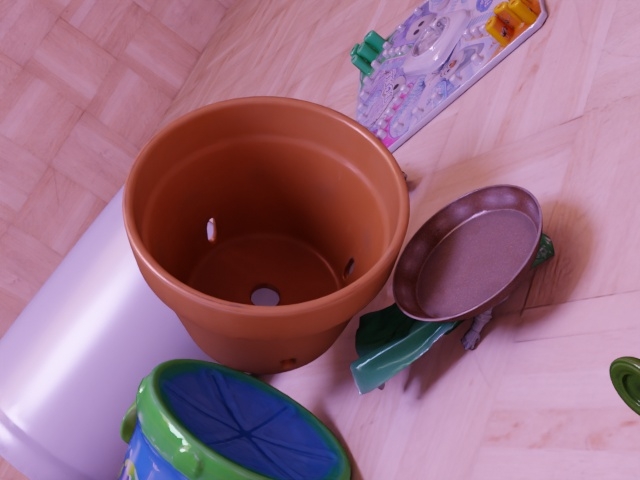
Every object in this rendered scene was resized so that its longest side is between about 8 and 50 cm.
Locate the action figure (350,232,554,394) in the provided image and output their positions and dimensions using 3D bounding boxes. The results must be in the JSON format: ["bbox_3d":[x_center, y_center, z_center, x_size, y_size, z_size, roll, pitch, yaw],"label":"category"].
[{"bbox_3d":[0.136,0.064,0.850,0.232,0.063,0.137,-37,26,21],"label":"action figure"}]

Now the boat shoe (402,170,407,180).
[{"bbox_3d":[0.068,-0.076,1.195,0.066,0.066,0.183,-62,13,-7],"label":"boat shoe"}]

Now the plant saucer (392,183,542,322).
[{"bbox_3d":[0.146,0.017,0.810,0.168,0.029,0.168,-32,30,21],"label":"plant saucer"}]

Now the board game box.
[{"bbox_3d":[0.177,-0.328,1.345,0.390,0.050,0.390,-39,27,32],"label":"board game box"}]

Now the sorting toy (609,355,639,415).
[{"bbox_3d":[0.248,0.112,0.565,0.042,0.061,0.102,-31,55,-18],"label":"sorting toy"}]

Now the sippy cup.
[{"bbox_3d":[-0.120,0.279,0.869,0.224,0.240,0.305,-62,6,10],"label":"sippy cup"}]

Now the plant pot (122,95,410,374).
[{"bbox_3d":[-0.061,0.013,0.916,0.203,0.290,0.291,98,-173,-51],"label":"plant pot"}]

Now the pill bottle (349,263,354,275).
[{"bbox_3d":[0.000,0.000,1.153,0.108,0.108,0.180,-47,23,17],"label":"pill bottle"}]

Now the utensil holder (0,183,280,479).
[{"bbox_3d":[-0.251,0.141,1.180,0.385,0.327,0.327,-52,22,-3],"label":"utensil holder"}]
